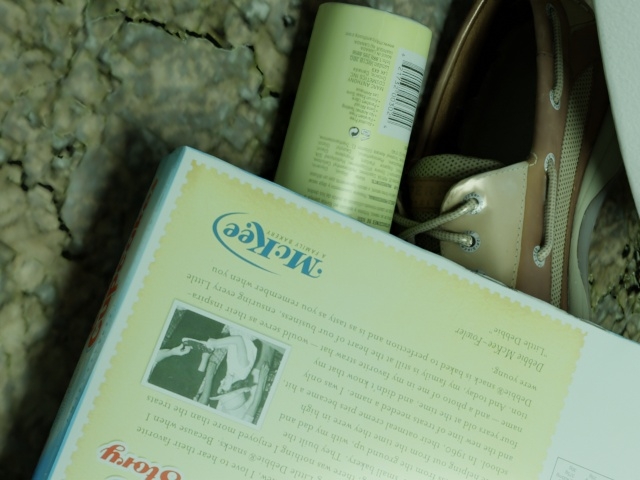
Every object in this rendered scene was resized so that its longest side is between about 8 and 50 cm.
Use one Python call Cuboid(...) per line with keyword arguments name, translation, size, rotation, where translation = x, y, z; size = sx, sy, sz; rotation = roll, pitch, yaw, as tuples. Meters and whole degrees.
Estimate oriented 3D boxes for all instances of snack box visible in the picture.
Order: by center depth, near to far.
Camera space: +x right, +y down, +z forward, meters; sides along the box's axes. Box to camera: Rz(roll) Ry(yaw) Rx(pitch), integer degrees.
Cuboid(name="snack box", translation=(0.042, 0.105, 0.652), size=(0.322, 0.060, 0.187), rotation=(24, 80, -13))

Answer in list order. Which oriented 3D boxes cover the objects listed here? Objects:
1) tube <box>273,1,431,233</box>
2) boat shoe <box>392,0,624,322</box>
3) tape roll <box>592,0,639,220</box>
Cuboid(name="tube", translation=(0.000, 0.000, 0.716), size=(0.062, 0.070, 0.240), rotation=(11, 91, -80))
Cuboid(name="boat shoe", translation=(0.083, -0.002, 0.764), size=(0.116, 0.123, 0.324), rotation=(36, 62, -40))
Cuboid(name="tape roll", translation=(0.241, -0.155, 0.835), size=(0.392, 0.072, 0.392), rotation=(18, 69, -62))
